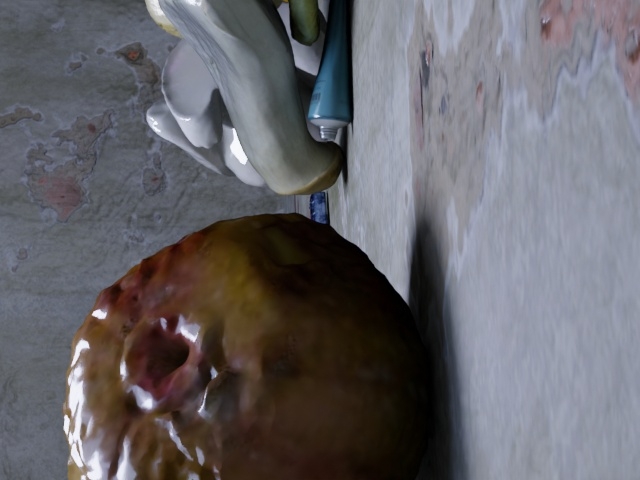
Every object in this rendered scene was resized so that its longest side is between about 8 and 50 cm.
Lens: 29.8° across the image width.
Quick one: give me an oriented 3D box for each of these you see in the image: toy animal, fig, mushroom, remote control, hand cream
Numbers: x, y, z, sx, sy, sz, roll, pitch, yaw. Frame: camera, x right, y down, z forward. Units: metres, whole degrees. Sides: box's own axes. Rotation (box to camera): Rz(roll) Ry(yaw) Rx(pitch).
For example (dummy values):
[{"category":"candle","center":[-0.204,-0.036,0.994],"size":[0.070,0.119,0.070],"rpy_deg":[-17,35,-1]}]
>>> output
[{"category":"toy animal","center":[-0.079,-0.182,1.625],"size":[0.206,0.272,0.265],"rpy_deg":[50,177,36]},{"category":"fig","center":[-0.028,0.163,0.946],"size":[0.368,0.286,0.286],"rpy_deg":[56,-157,-50]},{"category":"mushroom","center":[-0.075,-0.175,1.372],"size":[0.159,0.122,0.328],"rpy_deg":[-85,-26,-50]},{"category":"remote control","center":[0.002,0.000,1.720],"size":[0.043,0.027,0.152],"rpy_deg":[105,161,-62]},{"category":"hand cream","center":[0.016,-0.223,1.357],"size":[0.083,0.048,0.224],"rpy_deg":[134,140,-84]}]

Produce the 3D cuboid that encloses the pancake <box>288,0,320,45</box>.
[{"category":"pancake","center":[-0.024,-0.339,1.336],"size":[0.253,0.037,0.253],"rpy_deg":[175,90,-89]}]

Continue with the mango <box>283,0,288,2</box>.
[{"category":"mango","center":[-0.056,-0.362,1.897],"size":[0.137,0.098,0.195],"rpy_deg":[-94,11,-63]}]

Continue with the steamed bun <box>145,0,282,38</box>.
[{"category":"steamed bun","center":[-0.118,-0.328,1.462],"size":[0.141,0.155,0.172],"rpy_deg":[-35,-51,-64]}]
